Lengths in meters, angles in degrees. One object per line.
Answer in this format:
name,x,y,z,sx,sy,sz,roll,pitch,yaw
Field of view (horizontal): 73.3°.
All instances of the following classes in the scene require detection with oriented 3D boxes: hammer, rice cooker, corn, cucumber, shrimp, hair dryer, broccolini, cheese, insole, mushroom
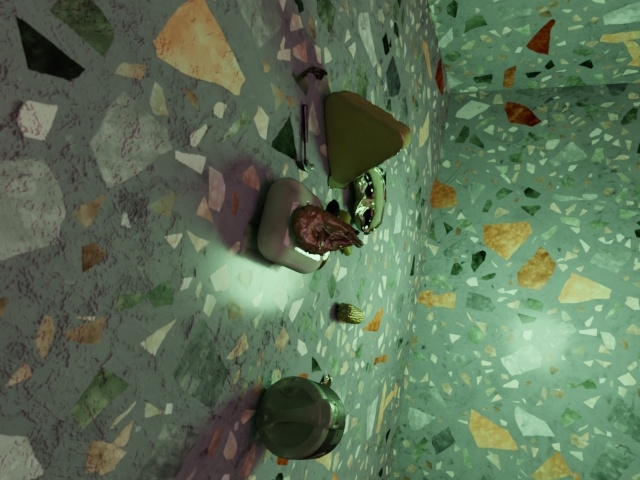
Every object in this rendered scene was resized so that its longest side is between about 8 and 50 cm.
hammer,-0.059,-0.385,1.618,0.103,0.029,0.246,-24,115,-61
rice cooker,-0.063,0.638,1.544,0.277,0.288,0.288,50,52,-58
corn,0.156,0.368,2.137,0.091,0.091,0.260,-47,152,5
cucumber,0.024,-0.042,1.498,0.245,0.067,0.067,-67,149,-31
shrimp,0.032,-0.020,1.421,0.294,0.062,0.154,17,76,-28
hair dryer,0.102,-0.018,1.969,0.278,0.090,0.135,62,39,-58
broccolini,-0.039,-0.621,1.608,0.194,0.054,0.052,-36,97,-48
cheese,0.144,-0.451,1.761,0.104,0.384,0.384,-34,125,-48
insole,0.090,-0.272,1.960,0.253,0.005,0.086,-22,115,-60
mushroom,0.220,-0.209,2.114,0.247,0.130,0.344,-32,124,-38

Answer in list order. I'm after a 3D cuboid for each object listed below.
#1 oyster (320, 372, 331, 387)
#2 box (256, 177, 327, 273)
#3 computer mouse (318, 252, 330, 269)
oyster,0.014,0.658,1.996,0.083,0.038,0.080,10,75,-38
box,-0.083,-0.043,1.513,0.349,0.141,0.288,34,67,-61
computer mouse,0.000,0.000,1.768,0.126,0.056,0.245,31,69,-47
